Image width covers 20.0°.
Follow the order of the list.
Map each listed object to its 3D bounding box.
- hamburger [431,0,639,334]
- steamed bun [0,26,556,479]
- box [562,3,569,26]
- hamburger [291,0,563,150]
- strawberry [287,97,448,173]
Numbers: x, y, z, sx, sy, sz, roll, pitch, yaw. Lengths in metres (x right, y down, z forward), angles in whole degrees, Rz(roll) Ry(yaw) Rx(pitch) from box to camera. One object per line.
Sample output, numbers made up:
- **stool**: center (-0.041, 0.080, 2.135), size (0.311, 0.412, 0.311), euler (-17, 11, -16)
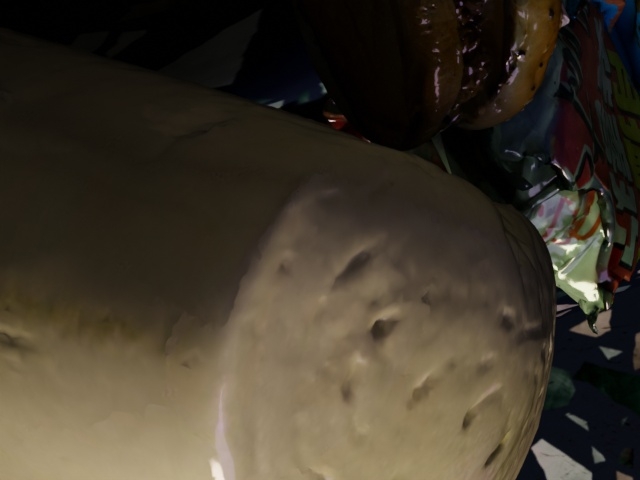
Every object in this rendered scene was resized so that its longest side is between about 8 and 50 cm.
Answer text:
- **hamburger**: center (0.155, -0.091, 1.316), size (0.150, 0.260, 0.276), euler (-2, 143, 33)
- **steamed bun**: center (-0.064, 0.064, 1.074), size (0.371, 0.290, 0.456), euler (19, -179, 29)
- **box**: center (0.087, -0.155, 1.178), size (0.125, 0.089, 0.043), euler (-28, 163, 22)
- **hamburger**: center (0.065, -0.138, 1.070), size (0.113, 0.177, 0.185), euler (-22, 140, -22)
- **strawberry**: center (-0.002, -0.005, 1.498), size (0.280, 0.150, 0.253), euler (-27, 164, 17)
